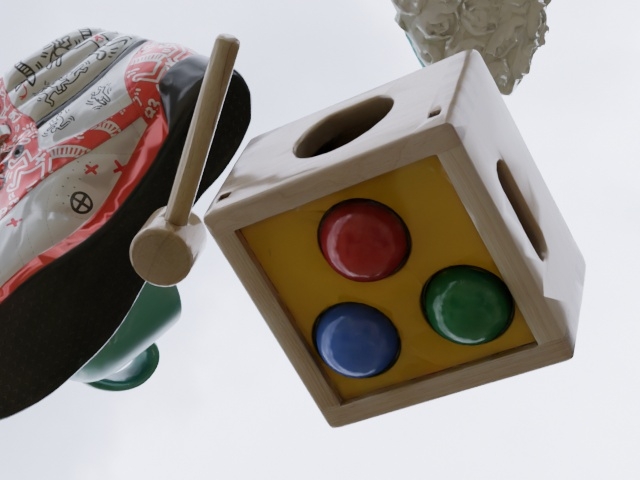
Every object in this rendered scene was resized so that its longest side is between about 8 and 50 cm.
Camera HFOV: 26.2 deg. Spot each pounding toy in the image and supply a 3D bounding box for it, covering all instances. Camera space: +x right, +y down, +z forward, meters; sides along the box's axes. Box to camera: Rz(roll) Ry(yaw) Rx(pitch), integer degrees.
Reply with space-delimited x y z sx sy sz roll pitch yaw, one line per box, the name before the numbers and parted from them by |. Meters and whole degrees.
pounding toy | -0.009 -0.006 0.646 0.206 0.094 0.181 -20 -67 25

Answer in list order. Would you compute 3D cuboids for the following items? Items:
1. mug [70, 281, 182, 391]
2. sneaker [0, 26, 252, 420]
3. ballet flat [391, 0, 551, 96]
mug | -0.171 0.048 0.993 0.097 0.129 0.158 -40 -80 -27
sneaker | -0.172 -0.020 0.853 0.270 0.145 0.090 -53 -36 -17
ballet flat | 0.097 -0.298 0.946 0.147 0.147 0.409 -15 -82 -13
